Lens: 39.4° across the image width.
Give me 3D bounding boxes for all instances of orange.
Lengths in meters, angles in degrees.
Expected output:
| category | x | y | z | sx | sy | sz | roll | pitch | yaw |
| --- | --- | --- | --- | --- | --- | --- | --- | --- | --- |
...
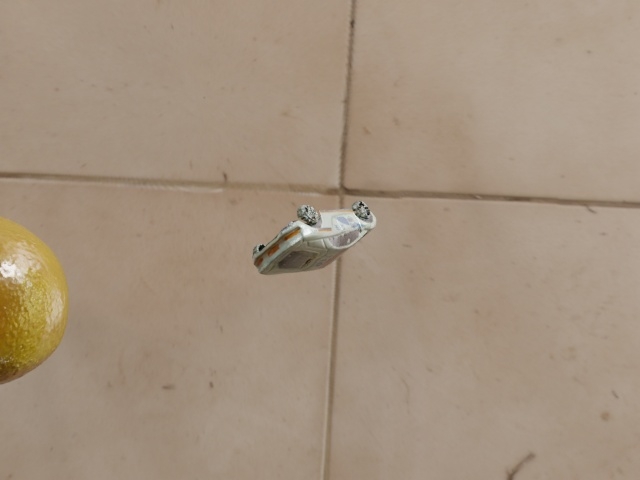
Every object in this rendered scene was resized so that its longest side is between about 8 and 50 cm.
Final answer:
| category | x | y | z | sx | sy | sz | roll | pitch | yaw |
| --- | --- | --- | --- | --- | --- | --- | --- | --- | --- |
| orange | -0.430 | 0.074 | 1.107 | 0.236 | 0.236 | 0.236 | -1 | 99 | -7 |

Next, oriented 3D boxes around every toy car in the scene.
| category | x | y | z | sx | sy | sz | roll | pitch | yaw |
| --- | --- | --- | --- | --- | --- | --- | --- | --- | --- |
| toy car | 0.000 | 0.000 | 1.081 | 0.095 | 0.205 | 0.056 | -40 | 72 | 30 |
